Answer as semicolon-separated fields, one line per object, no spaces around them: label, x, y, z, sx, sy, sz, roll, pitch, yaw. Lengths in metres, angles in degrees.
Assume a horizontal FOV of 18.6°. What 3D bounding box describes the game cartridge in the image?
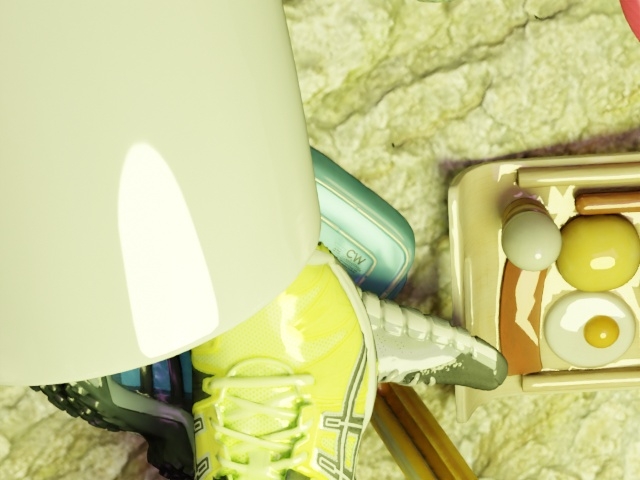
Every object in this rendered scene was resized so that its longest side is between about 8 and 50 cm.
game cartridge;0.158;0.283;1.611;0.053;0.285;0.323;-35;115;-1

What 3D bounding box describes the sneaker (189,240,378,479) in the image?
sneaker;-0.027;0.169;1.447;0.145;0.147;0.384;-4;113;6

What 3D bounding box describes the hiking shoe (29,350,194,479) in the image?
hiking shoe;-0.144;0.093;1.573;0.304;0.113;0.132;38;70;-21

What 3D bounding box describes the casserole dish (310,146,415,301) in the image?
casserole dish;0.000;0.000;1.600;0.188;0.037;0.114;37;97;-25

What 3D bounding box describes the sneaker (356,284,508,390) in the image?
sneaker;0.031;0.110;1.565;0.229;0.086;0.132;23;79;-12

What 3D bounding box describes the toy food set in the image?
toy food set;0.261;0.043;1.626;0.306;0.092;0.219;-3;111;3

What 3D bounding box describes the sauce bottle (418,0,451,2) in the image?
sauce bottle;0.060;-0.348;1.448;0.111;0.111;0.344;-25;114;-5

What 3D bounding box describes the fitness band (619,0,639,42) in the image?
fitness band;0.352;-0.264;1.560;0.209;0.054;0.291;18;92;-15

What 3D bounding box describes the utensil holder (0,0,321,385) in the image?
utensil holder;-0.183;-0.149;1.225;0.328;0.327;0.385;-17;119;-9
